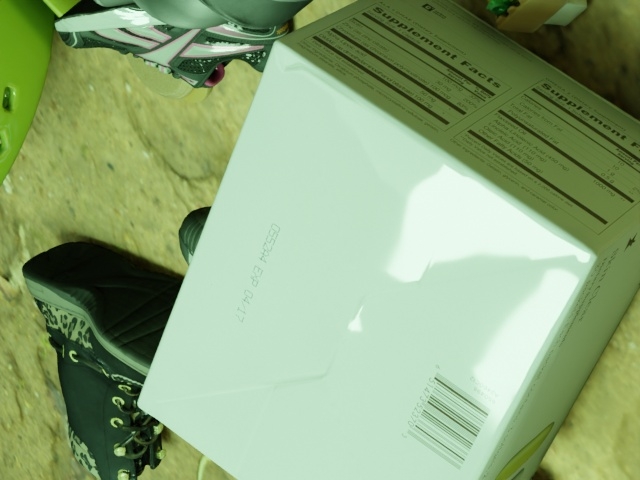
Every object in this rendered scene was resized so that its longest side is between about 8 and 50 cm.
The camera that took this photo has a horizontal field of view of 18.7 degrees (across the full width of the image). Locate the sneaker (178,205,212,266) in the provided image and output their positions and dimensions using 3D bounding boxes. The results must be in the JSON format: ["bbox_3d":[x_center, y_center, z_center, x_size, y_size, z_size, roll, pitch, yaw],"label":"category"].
[{"bbox_3d":[0.000,0.000,1.253,0.234,0.078,0.106,22,126,37],"label":"sneaker"}]

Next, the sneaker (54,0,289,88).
[{"bbox_3d":[-0.096,-0.133,1.270,0.178,0.072,0.077,1,122,38],"label":"sneaker"}]

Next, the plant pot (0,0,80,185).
[{"bbox_3d":[-0.312,-0.172,1.371,0.227,0.207,0.228,30,169,38],"label":"plant pot"}]

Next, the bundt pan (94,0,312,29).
[{"bbox_3d":[-0.088,-0.248,1.064,0.331,0.124,0.331,21,141,18],"label":"bundt pan"}]

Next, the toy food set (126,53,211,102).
[{"bbox_3d":[-0.108,-0.137,1.340,0.083,0.020,0.082,22,128,43],"label":"toy food set"}]

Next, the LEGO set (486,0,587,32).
[{"bbox_3d":[0.157,-0.146,0.929,0.287,0.107,0.132,10,120,48],"label":"LEGO set"}]

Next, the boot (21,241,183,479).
[{"bbox_3d":[-0.138,0.114,1.490,0.236,0.085,0.178,28,135,47],"label":"boot"}]

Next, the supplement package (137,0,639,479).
[{"bbox_3d":[0.050,0.027,1.077,0.204,0.145,0.262,35,127,17],"label":"supplement package"}]
